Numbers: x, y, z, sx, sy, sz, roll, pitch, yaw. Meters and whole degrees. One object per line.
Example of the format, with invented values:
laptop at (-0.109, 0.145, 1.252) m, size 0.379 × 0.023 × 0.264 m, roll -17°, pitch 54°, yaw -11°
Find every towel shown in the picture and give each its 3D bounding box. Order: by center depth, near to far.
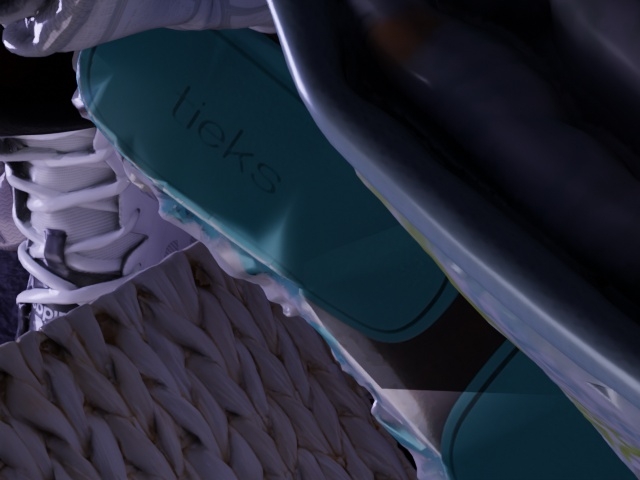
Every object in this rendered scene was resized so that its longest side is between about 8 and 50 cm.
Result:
towel at (0.164, 0.084, 0.449) m, size 0.374 × 0.090 × 0.320 m, roll 43°, pitch 177°, yaw 24°

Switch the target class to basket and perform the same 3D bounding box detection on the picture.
basket at (-0.025, 0.196, 1.036) m, size 0.328 × 0.266 × 0.331 m, roll 55°, pitch 154°, yaw 16°

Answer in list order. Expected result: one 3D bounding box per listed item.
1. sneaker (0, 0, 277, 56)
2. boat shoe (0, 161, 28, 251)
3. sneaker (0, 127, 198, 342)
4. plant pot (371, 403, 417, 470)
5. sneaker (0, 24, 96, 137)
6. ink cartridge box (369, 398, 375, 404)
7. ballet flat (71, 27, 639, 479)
sneaker at (-0.051, -0.101, 0.536) m, size 0.110 × 0.118 × 0.292 m, roll 42°, pitch 179°, yaw 8°
boat shoe at (-0.230, -0.170, 1.461) m, size 0.130 × 0.132 × 0.355 m, roll -7°, pitch -96°, yaw -61°
sneaker at (-0.141, -0.029, 1.276) m, size 0.169 × 0.257 × 0.447 m, roll 12°, pitch 171°, yaw 20°
plant pot at (0.037, 0.147, 1.657) m, size 0.323 × 0.323 × 0.280 m, roll 44°, pitch -164°, yaw -5°
sneaker at (-0.203, -0.165, 0.804) m, size 0.202 × 0.185 × 0.483 m, roll 10°, pitch 172°, yaw 27°
ink cartridge box at (0.104, 0.094, 1.097) m, size 0.175 × 0.072 × 0.127 m, roll 50°, pitch 151°, yaw 30°
ballet flat at (0.076, 0.019, 0.787) m, size 0.409 × 0.147 × 0.147 m, roll 47°, pitch 178°, yaw 4°
